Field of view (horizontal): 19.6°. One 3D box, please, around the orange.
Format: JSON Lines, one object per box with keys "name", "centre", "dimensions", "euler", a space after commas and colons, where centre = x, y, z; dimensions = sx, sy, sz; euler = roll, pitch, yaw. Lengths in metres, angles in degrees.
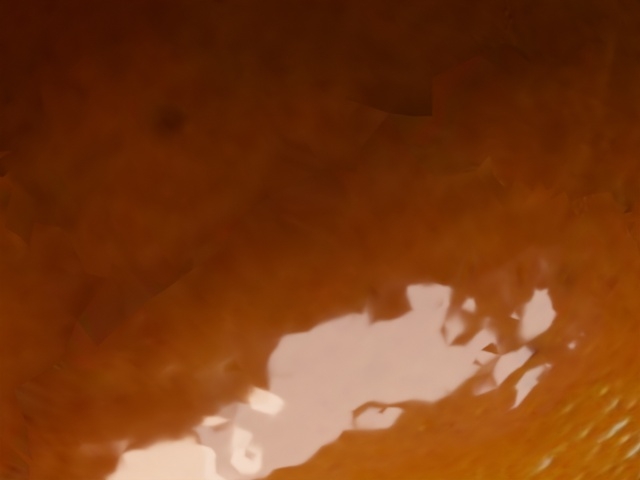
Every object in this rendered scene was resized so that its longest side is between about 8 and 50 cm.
{"name": "orange", "centre": [0.000, 0.000, 0.760], "dimensions": [0.423, 0.326, 0.424], "euler": [-15, 137, -15]}
